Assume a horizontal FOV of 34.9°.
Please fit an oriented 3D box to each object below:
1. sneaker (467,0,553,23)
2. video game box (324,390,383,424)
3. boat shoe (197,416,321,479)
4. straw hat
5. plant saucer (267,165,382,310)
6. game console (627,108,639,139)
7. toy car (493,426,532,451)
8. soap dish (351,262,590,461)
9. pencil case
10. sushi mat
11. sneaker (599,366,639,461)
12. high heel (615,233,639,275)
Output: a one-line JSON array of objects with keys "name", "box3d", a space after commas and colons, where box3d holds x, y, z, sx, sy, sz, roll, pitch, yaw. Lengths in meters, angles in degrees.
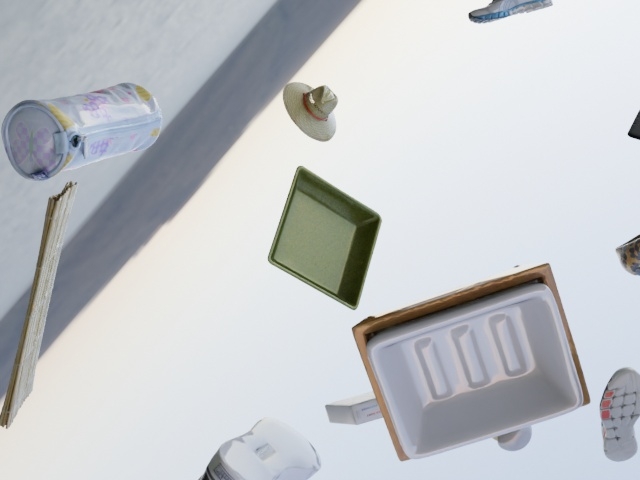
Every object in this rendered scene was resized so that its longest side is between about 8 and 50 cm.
[{"name": "sneaker", "box3d": [0.399, -0.518, 2.177, 0.190, 0.083, 0.071, -18, -171, -12]}, {"name": "video game box", "box3d": [0.125, 0.340, 2.130, 0.187, 0.048, 0.205, -16, 176, -16]}, {"name": "boat shoe", "box3d": [-0.092, 0.328, 1.415, 0.102, 0.108, 0.301, -48, 167, 12]}, {"name": "straw hat", "box3d": [0.000, -0.262, 1.933, 0.061, 0.144, 0.144, -34, -163, 35]}, {"name": "plant saucer", "box3d": [0.000, 0.000, 1.698, 0.045, 0.188, 0.188, -21, -135, 52]}, {"name": "game console", "box3d": [0.697, -0.209, 2.099, 0.071, 0.107, 0.122, -10, -151, 39]}, {"name": "toy car", "box3d": [0.351, 0.295, 1.930, 0.136, 0.182, 0.159, -31, -139, -18]}, {"name": "soap dish", "box3d": [0.215, 0.169, 1.460, 0.290, 0.229, 0.118, -19, -162, 6]}, {"name": "pencil case", "box3d": [-0.347, -0.168, 1.512, 0.124, 0.113, 0.273, -13, -171, 24]}, {"name": "sushi mat", "box3d": [-0.375, 0.079, 1.361, 0.151, 0.019, 0.317, -105, -150, -79]}, {"name": "sneaker", "box3d": [0.406, 0.229, 1.397, 0.065, 0.061, 0.158, -86, 175, -58]}, {"name": "high heel", "box3d": [0.597, -0.043, 1.850, 0.093, 0.261, 0.186, -19, -155, -22]}]
